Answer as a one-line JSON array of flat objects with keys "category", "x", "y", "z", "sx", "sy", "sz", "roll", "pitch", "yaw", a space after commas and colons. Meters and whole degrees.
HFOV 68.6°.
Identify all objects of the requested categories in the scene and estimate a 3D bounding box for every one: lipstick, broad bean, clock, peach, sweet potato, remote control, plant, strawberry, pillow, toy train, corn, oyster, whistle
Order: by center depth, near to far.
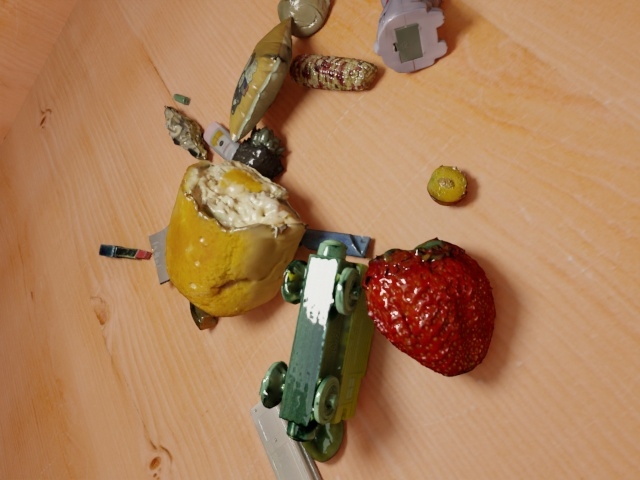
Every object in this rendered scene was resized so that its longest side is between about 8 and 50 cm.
[{"category": "strawberry", "x": 0.231, "y": 0.145, "z": 0.983, "sx": 0.250, "sy": 0.238, "sz": 0.288, "roll": -27, "pitch": 76, "yaw": 35}, {"category": "peach", "x": 0.297, "y": -0.122, "z": 1.089, "sx": 0.098, "sy": 0.061, "sz": 0.098, "roll": -6, "pitch": 69, "yaw": 15}, {"category": "toy train", "x": 0.018, "y": 0.227, "z": 1.095, "sx": 0.179, "sy": 0.272, "sz": 0.442, "roll": 8, "pitch": 82, "yaw": 28}, {"category": "clock", "x": 0.222, "y": -0.580, "z": 1.182, "sx": 0.188, "sy": 0.189, "sz": 0.254, "roll": -17, "pitch": 56, "yaw": 33}, {"category": "broad bean", "x": -0.013, "y": 0.459, "z": 1.218, "sx": 0.153, "sy": 0.072, "sz": 0.207, "roll": -42, "pitch": 70, "yaw": 24}, {"category": "remote control", "x": -0.094, "y": 0.554, "z": 1.261, "sx": 0.103, "sy": 0.055, "sz": 0.277, "roll": -44, "pitch": 58, "yaw": 22}, {"category": "whistle", "x": 0.000, "y": 0.000, "z": 1.288, "sx": 0.304, "sy": 0.062, "sz": 0.062, "roll": 8, "pitch": 87, "yaw": 37}, {"category": "corn", "x": 0.033, "y": -0.476, "z": 1.333, "sx": 0.289, "sy": 0.098, "sz": 0.098, "roll": 20, "pitch": 94, "yaw": 34}, {"category": "pillow", "x": -0.175, "y": -0.476, "z": 1.389, "sx": 0.310, "sy": 0.119, "sz": 0.312, "roll": -53, "pitch": 20, "yaw": 39}, {"category": "plant", "x": -0.188, "y": -0.247, "z": 1.428, "sx": 0.132, "sy": 0.129, "sz": 0.194, "roll": 32, "pitch": 84, "yaw": 35}, {"category": "sweet potato", "x": -0.389, "y": 0.146, "z": 1.518, "sx": 0.085, "sy": 0.112, "sz": 0.286, "roll": -8, "pitch": 91, "yaw": -9}, {"category": "oyster", "x": -0.490, "y": -0.385, "z": 1.728, "sx": 0.345, "sy": 0.078, "sz": 0.129, "roll": 43, "pitch": 128, "yaw": 32}, {"category": "lipstick", "x": -0.775, "y": 0.051, "z": 1.869, "sx": 0.312, "sy": 0.051, "sz": 0.051, "roll": 5, "pitch": 82, "yaw": 35}]

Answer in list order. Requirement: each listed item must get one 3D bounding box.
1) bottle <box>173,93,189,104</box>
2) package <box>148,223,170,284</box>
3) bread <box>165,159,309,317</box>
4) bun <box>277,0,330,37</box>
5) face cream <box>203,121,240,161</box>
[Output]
[{"category": "bottle", "x": -0.539, "y": -0.547, "z": 1.813, "sx": 0.083, "sy": 0.030, "sz": 0.030, "roll": 29, "pitch": 99, "yaw": 38}, {"category": "package", "x": -0.483, "y": 0.019, "z": 1.639, "sx": 0.250, "sy": 0.062, "sz": 0.204, "roll": -27, "pitch": 66, "yaw": 20}, {"category": "bread", "x": -0.262, "y": 0.017, "z": 1.280, "sx": 0.361, "sy": 0.250, "sz": 0.394, "roll": 35, "pitch": 117, "yaw": 19}, {"category": "bun", "x": -0.061, "y": -0.720, "z": 1.433, "sx": 0.173, "sy": 0.113, "sz": 0.167, "roll": -50, "pitch": 57, "yaw": 22}, {"category": "face cream", "x": -0.328, "y": -0.330, "z": 1.598, "sx": 0.198, "sy": 0.057, "sz": 0.084, "roll": 43, "pitch": 106, "yaw": 34}]
